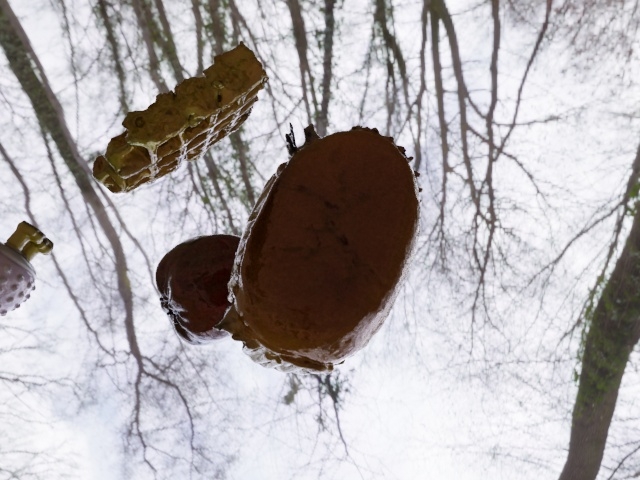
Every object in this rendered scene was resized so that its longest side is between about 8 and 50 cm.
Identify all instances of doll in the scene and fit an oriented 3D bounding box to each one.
[{"bbox_3d":[-0.369,0.067,0.718,0.081,0.129,0.207,28,-113,7],"label":"doll"}]

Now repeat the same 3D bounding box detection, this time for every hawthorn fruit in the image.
[{"bbox_3d":[-0.171,0.079,1.237,0.248,0.208,0.208,-23,-132,-21],"label":"hawthorn fruit"}]

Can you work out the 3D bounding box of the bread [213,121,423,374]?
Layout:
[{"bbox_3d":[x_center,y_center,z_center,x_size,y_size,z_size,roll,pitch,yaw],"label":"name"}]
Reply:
[{"bbox_3d":[0.012,0.004,0.963,0.236,0.183,0.388,24,-115,-13],"label":"bread"}]

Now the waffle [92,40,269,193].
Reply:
[{"bbox_3d":[-0.178,-0.125,0.823,0.219,0.229,0.057,-38,-88,-18],"label":"waffle"}]
